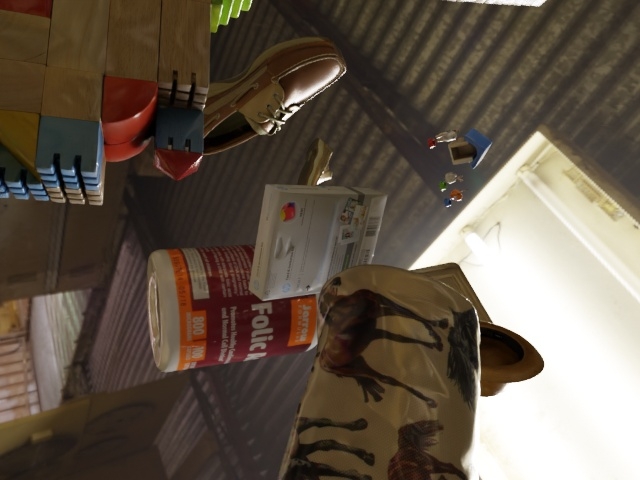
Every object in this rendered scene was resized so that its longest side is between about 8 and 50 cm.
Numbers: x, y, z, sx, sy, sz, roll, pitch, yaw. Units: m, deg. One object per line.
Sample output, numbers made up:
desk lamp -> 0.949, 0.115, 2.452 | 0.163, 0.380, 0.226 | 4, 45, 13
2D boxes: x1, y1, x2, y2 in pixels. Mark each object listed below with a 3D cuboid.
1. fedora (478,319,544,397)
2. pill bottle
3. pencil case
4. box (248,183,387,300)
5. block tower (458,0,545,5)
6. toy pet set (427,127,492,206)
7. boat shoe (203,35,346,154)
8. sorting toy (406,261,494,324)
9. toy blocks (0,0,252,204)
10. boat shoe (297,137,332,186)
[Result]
fedora -> 0.260, 0.200, 0.849 | 0.194, 0.194, 0.079 | 30, -59, 47
pill bottle -> -0.123, 0.118, 1.013 | 0.224, 0.392, 0.224 | 177, -90, -66
pencil case -> 0.029, 0.215, 0.413 | 0.183, 0.160, 0.411 | -3, -130, 25
box -> 0.000, 0.000, 0.702 | 0.038, 0.186, 0.145 | 29, -65, 44
block tower -> 0.245, -0.471, 0.897 | 0.335, 0.097, 0.091 | 8, -76, 7
toy pet set -> 0.249, -0.137, 0.892 | 0.065, 0.114, 0.122 | -5, -66, 39
boat shoe -> -0.101, -0.242, 0.929 | 0.323, 0.122, 0.120 | -20, -116, 23
sorting toy -> 0.211, 0.146, 1.127 | 0.307, 0.041, 0.229 | -15, -59, 44
toy blocks -> -0.257, -0.155, 0.502 | 0.190, 0.381, 0.261 | 145, -54, -66
boat shoe -> -0.003, -0.169, 1.260 | 0.068, 0.072, 0.190 | -37, -151, 47
